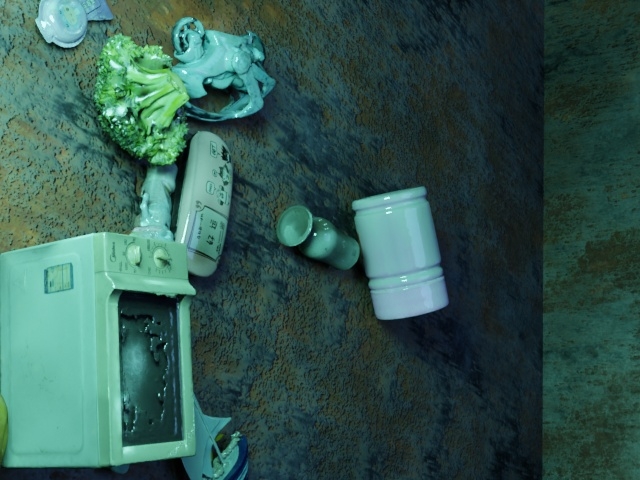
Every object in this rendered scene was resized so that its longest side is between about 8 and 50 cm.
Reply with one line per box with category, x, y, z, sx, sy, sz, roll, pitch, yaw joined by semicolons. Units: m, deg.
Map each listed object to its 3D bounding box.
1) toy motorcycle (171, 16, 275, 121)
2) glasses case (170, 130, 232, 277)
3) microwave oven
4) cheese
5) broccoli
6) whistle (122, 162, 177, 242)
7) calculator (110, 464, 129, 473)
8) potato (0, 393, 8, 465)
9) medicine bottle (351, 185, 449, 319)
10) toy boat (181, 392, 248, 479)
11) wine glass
toy motorcycle;-0.219;-0.355;2.020;0.260;0.154;0.206;1;104;-48
glasses case;-0.243;-0.076;1.963;0.122;0.075;0.314;29;59;-45
microwave oven;-0.357;0.184;1.554;0.218;0.286;0.355;9;73;-55
cheese;-0.460;-0.423;1.767;0.105;0.042;0.191;64;35;-24
broccoli;-0.333;-0.260;1.792;0.226;0.176;0.198;47;30;14
whistle;-0.326;-0.004;1.800;0.142;0.133;0.346;37;43;-40
calculator;-0.333;0.297;1.775;0.184;0.042;0.295;57;38;-30
potato;-0.533;0.320;1.420;0.138;0.098;0.243;33;56;-36
medicine bottle;0.207;0.031;2.467;0.202;0.202;0.316;-15;95;-55
toy boat;-0.226;0.388;1.854;0.220;0.067;0.291;-48;128;-50
wine glass;0.000;0.000;2.269;0.231;0.103;0.103;30;58;-51
